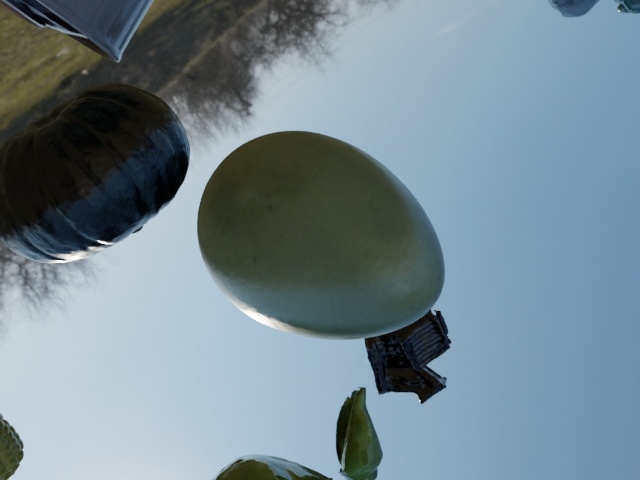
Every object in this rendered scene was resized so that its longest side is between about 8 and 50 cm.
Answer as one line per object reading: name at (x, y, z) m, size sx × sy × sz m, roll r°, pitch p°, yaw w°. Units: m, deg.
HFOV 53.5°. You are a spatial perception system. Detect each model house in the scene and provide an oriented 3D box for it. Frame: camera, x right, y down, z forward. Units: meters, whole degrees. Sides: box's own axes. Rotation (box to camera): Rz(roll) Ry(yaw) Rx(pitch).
model house at (0.172, 0.213, 1.229) m, size 0.164 × 0.203 × 0.141 m, roll -10°, pitch -155°, yaw 11°

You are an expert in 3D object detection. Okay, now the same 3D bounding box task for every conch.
conch at (0.065, 0.372, 1.150) m, size 0.095 × 0.079 × 0.200 m, roll -26°, pitch -117°, yaw 48°

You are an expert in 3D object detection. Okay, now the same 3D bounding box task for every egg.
egg at (0.000, 0.000, 0.690) m, size 0.295 × 0.218 × 0.218 m, roll 26°, pitch -122°, yaw 30°

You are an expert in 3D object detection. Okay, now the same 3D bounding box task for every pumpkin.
pumpkin at (-0.218, -0.061, 0.604) m, size 0.202 × 0.140 × 0.202 m, roll -24°, pitch -154°, yaw 12°

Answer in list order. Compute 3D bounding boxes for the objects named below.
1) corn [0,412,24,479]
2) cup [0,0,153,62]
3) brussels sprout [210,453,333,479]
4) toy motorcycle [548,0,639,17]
corn at (-0.290, 0.109, 0.444) m, size 0.067 × 0.206 × 0.067 m, roll -18°, pitch -144°, yaw 14°
cup at (-0.211, -0.322, 0.484) m, size 0.273 × 0.288 × 0.208 m, roll -56°, pitch 169°, yaw 0°
brussels sprout at (-0.098, 0.470, 0.949) m, size 0.328 × 0.247 × 0.328 m, roll 19°, pitch 90°, yaw -87°
toy motorcycle at (0.266, -0.231, 0.409) m, size 0.260 × 0.154 × 0.206 m, roll -23°, pitch 167°, yaw -34°
